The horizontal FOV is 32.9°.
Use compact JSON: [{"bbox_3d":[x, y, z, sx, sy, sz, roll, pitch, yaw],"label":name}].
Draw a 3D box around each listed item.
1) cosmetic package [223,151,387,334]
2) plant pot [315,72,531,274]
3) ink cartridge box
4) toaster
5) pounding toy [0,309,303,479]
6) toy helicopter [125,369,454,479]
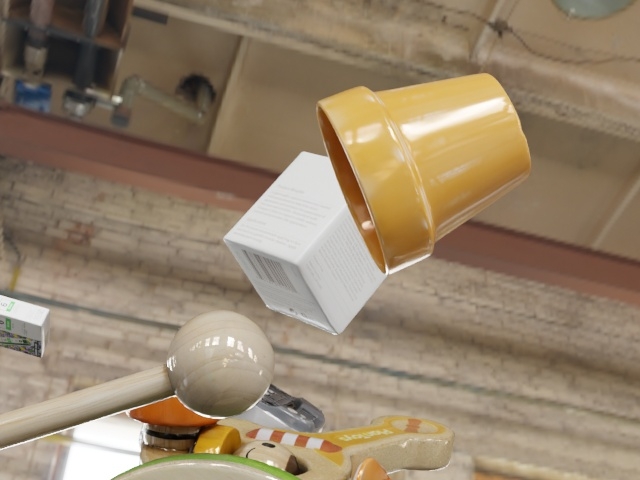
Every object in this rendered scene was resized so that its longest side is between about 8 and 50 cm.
[{"bbox_3d":[0.000,0.000,1.493,0.151,0.183,0.151,19,-31,43],"label":"cosmetic package"},{"bbox_3d":[0.119,-0.090,1.190,0.188,0.205,0.205,-22,-43,-4],"label":"plant pot"},{"bbox_3d":[-0.374,0.093,1.258,0.115,0.029,0.062,15,-45,0],"label":"ink cartridge box"},{"bbox_3d":[-0.118,0.223,1.315,0.227,0.146,0.129,32,3,11],"label":"toaster"},{"bbox_3d":[-0.060,0.161,0.571,0.183,0.110,0.236,-23,-84,9],"label":"pounding toy"},{"bbox_3d":[0.011,0.192,0.933,0.235,0.140,0.355,8,5,41],"label":"toy helicopter"}]
